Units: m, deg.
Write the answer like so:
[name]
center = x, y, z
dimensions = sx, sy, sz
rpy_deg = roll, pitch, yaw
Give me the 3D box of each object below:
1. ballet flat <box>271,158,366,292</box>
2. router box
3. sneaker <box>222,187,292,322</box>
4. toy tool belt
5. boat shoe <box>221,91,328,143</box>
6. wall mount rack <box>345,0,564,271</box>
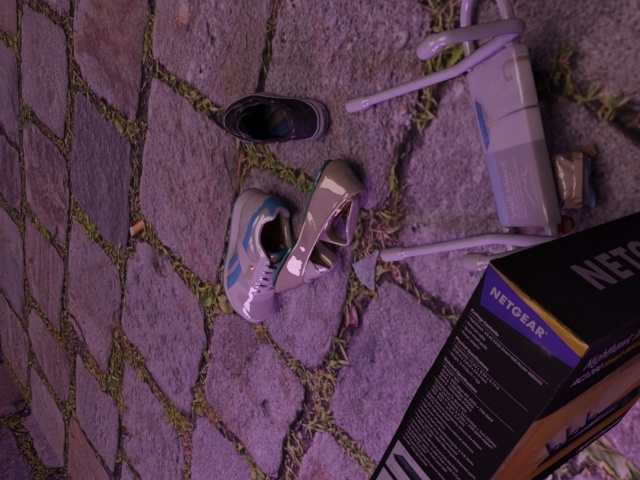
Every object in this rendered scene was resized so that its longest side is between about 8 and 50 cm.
[ballet flat]
center = 0.000, 0.000, 0.896
dimensions = 0.086, 0.086, 0.248
rpy_deg = 47, 132, 28
[router box]
center = 0.206, 0.102, 0.514
dimensions = 0.081, 0.309, 0.242
rpy_deg = 45, 132, 34
[sneaker]
center = -0.097, 0.036, 1.003
dimensions = 0.092, 0.088, 0.228
rpy_deg = 28, 123, 44
[toy tool belt]
center = 0.252, -0.049, 0.612
dimensions = 0.052, 0.051, 0.083
rpy_deg = -130, 28, -76
[boat shoe]
center = -0.090, -0.177, 0.933
dimensions = 0.229, 0.076, 0.080
rpy_deg = 17, 114, 44
[wall mount rack]
center = 0.138, -0.088, 0.680
dimensions = 0.304, 0.131, 0.349
rpy_deg = -173, 70, -82
